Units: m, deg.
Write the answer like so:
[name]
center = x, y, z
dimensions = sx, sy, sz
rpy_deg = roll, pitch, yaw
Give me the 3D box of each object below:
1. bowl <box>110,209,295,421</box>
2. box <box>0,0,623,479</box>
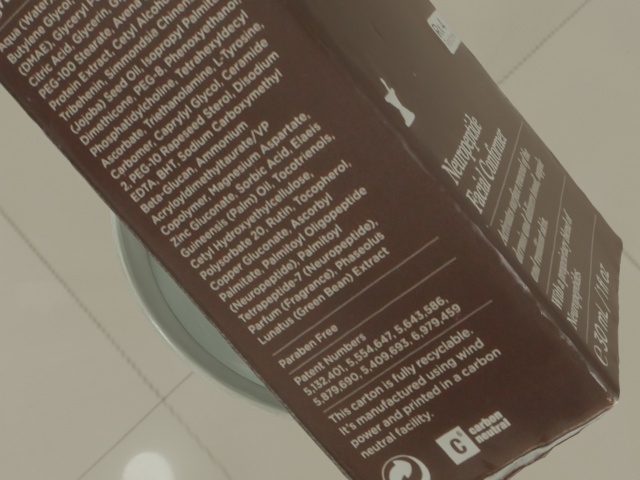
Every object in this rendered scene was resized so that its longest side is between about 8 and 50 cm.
[bowl]
center = 0.000, 0.000, 0.800
dimensions = 0.297, 0.134, 0.298
rpy_deg = 5, 68, -12
[box]
center = -0.016, -0.071, 0.563
dimensions = 0.143, 0.191, 0.381
rpy_deg = -38, 99, 26
